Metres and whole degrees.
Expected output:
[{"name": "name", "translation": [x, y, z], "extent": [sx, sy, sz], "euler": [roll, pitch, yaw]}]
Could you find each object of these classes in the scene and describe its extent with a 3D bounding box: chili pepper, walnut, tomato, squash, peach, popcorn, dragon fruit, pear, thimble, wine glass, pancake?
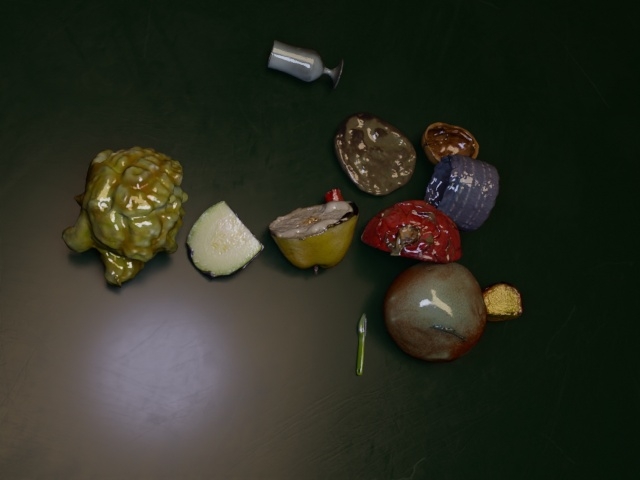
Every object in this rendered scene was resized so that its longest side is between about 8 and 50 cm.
[{"name": "chili pepper", "translation": [0.058, -0.093, 1.764], "extent": [0.070, 0.073, 0.123], "euler": [-18, 76, -29]}, {"name": "walnut", "translation": [0.423, -0.305, 1.952], "extent": [0.211, 0.087, 0.167], "euler": [4, 66, -21]}, {"name": "tomato", "translation": [0.342, 0.202, 1.685], "extent": [0.303, 0.239, 0.304], "euler": [7, 68, -18]}, {"name": "squash", "translation": [-0.275, 0.010, 1.626], "extent": [0.184, 0.085, 0.192], "euler": [-40, 87, 4]}, {"name": "peach", "translation": [0.557, 0.205, 1.845], "extent": [0.172, 0.092, 0.127], "euler": [-23, 77, -12]}, {"name": "popcorn", "translation": [-0.470, -0.078, 1.469], "extent": [0.274, 0.279, 0.336], "euler": [22, 54, -33]}, {"name": "dragon fruit", "translation": [0.290, -0.031, 1.699], "extent": [0.316, 0.205, 0.152], "euler": [8, 105, -3]}, {"name": "pear", "translation": [-0.002, 0.000, 1.670], "extent": [0.267, 0.267, 0.178], "euler": [-29, 118, -25]}, {"name": "thimble", "translation": [0.439, -0.151, 1.832], "extent": [0.172, 0.236, 0.205], "euler": [15, 42, -9]}, {"name": "wine glass", "translation": [-0.050, -0.565, 1.855], "extent": [0.231, 0.103, 0.103], "euler": [14, 70, -11]}, {"name": "pancake", "translation": [0.171, -0.281, 1.877], "extent": [0.294, 0.049, 0.295], "euler": [6, 73, -21]}]

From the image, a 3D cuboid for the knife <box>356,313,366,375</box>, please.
[{"name": "knife", "translation": [0.119, 0.302, 1.696], "extent": [0.026, 0.022, 0.184], "euler": [22, 64, -40]}]
